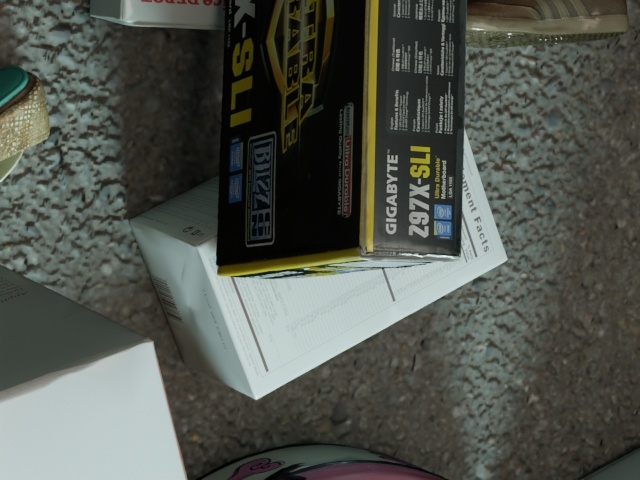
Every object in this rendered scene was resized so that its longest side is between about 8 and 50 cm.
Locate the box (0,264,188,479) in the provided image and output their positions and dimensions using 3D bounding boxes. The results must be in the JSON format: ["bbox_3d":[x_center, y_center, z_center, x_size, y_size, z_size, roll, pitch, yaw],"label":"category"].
[{"bbox_3d":[-0.231,0.154,1.338,0.168,0.345,0.215,-20,109,-24],"label":"box"}]

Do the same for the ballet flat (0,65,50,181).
[{"bbox_3d":[-0.278,-0.045,1.438,0.206,0.073,0.067,-35,128,-15],"label":"ballet flat"}]

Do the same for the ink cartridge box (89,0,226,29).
[{"bbox_3d":[-0.102,-0.249,1.492,0.127,0.072,0.175,0,99,-29],"label":"ink cartridge box"}]

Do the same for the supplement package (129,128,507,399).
[{"bbox_3d":[0.000,0.000,1.559,0.244,0.134,0.139,-27,111,-22],"label":"supplement package"}]

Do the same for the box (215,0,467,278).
[{"bbox_3d":[0.011,-0.138,1.348,0.079,0.257,0.322,4,86,-22],"label":"box"}]

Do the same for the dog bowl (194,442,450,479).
[{"bbox_3d":[0.026,0.356,1.551,0.408,0.150,0.408,4,77,-19],"label":"dog bowl"}]

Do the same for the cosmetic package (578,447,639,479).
[{"bbox_3d":[0.420,0.370,1.709,0.327,0.394,0.329,-25,110,-24],"label":"cosmetic package"}]

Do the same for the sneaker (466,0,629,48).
[{"bbox_3d":[0.177,-0.203,1.672,0.188,0.066,0.071,-4,84,-34],"label":"sneaker"}]
